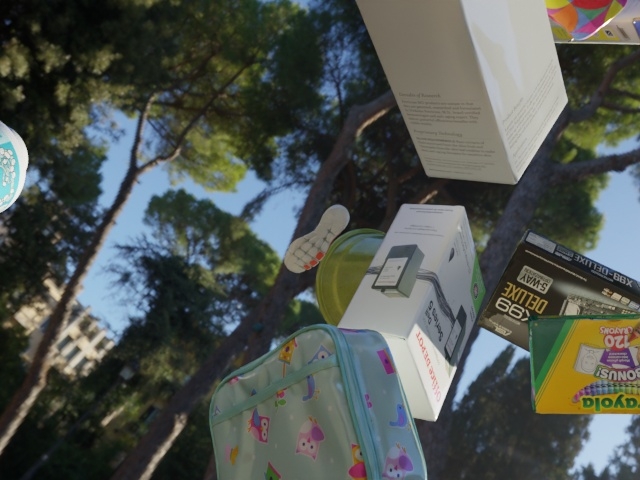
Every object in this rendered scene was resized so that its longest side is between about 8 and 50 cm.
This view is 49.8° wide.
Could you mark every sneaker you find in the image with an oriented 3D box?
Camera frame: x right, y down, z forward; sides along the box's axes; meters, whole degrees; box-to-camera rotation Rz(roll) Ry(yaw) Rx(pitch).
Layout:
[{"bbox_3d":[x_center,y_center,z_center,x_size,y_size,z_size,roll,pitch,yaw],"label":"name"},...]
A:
[{"bbox_3d":[0.000,0.000,1.284,0.061,0.158,0.065,47,10,6],"label":"sneaker"}]

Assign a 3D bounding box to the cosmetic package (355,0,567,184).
[{"bbox_3d":[0.187,-0.273,0.896,0.155,0.197,0.365,11,-38,42],"label":"cosmetic package"}]

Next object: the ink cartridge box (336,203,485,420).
[{"bbox_3d":[0.149,0.105,1.060,0.115,0.272,0.198,4,-45,31],"label":"ink cartridge box"}]

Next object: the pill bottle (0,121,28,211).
[{"bbox_3d":[-0.458,-0.081,0.833,0.146,0.264,0.146,1,-72,3],"label":"pill bottle"}]

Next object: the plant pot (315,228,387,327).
[{"bbox_3d":[0.169,0.098,1.524,0.276,0.276,0.254,50,-25,-15],"label":"plant pot"}]

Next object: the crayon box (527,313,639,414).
[{"bbox_3d":[0.510,0.213,1.204,0.279,0.081,0.165,-3,-90,13],"label":"crayon box"}]

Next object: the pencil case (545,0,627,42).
[{"bbox_3d":[0.312,-0.377,0.945,0.236,0.104,0.104,36,-28,-17],"label":"pencil case"}]

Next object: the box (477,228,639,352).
[{"bbox_3d":[0.525,0.149,1.472,0.308,0.076,0.242,28,-56,13],"label":"box"}]

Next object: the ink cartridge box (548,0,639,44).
[{"bbox_3d":[0.523,-0.438,1.059,0.072,0.303,0.307,37,2,-27],"label":"ink cartridge box"}]

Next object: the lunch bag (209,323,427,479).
[{"bbox_3d":[-0.024,0.227,0.802,0.279,0.108,0.223,-36,-121,38],"label":"lunch bag"}]
